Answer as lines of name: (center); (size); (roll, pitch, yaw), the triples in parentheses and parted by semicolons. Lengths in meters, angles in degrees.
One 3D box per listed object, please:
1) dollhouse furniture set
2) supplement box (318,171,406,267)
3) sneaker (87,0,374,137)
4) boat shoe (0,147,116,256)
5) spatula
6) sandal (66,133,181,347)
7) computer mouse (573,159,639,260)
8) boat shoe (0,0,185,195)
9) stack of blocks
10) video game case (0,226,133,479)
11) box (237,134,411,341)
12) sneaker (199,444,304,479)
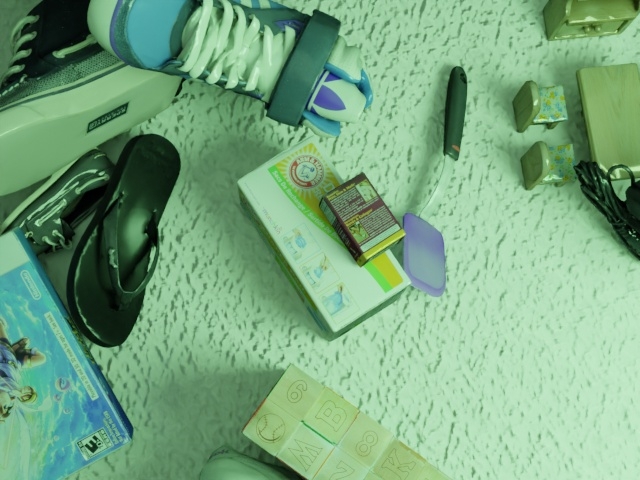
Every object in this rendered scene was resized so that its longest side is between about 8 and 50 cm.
dollhouse furniture set: (0.345, -0.194, 1.169); (0.212, 0.161, 0.242); (-6, 80, -4)
supplement box: (0.044, -0.022, 1.070); (0.055, 0.043, 0.083); (-31, 82, -14)
sneaker: (-0.063, -0.200, 1.067); (0.236, 0.323, 0.130); (30, 104, 22)
boat shoe: (-0.309, -0.020, 1.156); (0.065, 0.075, 0.206); (36, 75, 8)
spatula: (0.145, -0.076, 1.193); (0.084, 0.030, 0.296); (29, 68, -41)
sandal: (-0.220, -0.004, 1.141); (0.097, 0.054, 0.254); (23, 75, -42)
computer mouse: (0.403, -0.007, 1.064); (0.188, 0.272, 0.072); (40, 72, -30)
boat shoe: (-0.315, -0.174, 1.118); (0.158, 0.127, 0.340); (46, 47, 11)
stack of blocks: (0.061, 0.254, 1.069); (0.297, 0.171, 0.087); (35, 80, 4)
video game case: (-0.376, 0.160, 1.090); (0.244, 0.061, 0.269); (-28, 98, -5)
box: (0.000, 0.000, 1.143); (0.103, 0.114, 0.203); (-32, 81, -8)
sneaker: (-0.001, 0.317, 1.082); (0.305, 0.152, 0.114); (36, 105, -19)
